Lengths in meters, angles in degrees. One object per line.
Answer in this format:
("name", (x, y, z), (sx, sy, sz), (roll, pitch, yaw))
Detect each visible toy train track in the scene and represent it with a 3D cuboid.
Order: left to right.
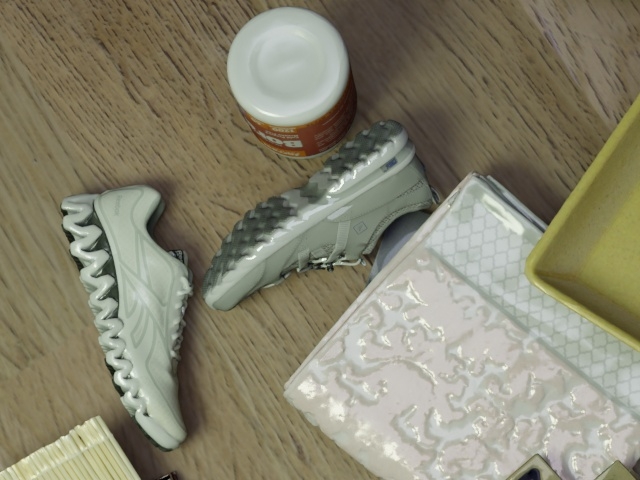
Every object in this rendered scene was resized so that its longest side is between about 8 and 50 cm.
("toy train track", (0.324, 0.249, 1.524), (0.048, 0.083, 0.014), (-49, 44, -5))

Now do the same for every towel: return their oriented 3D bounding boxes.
("towel", (0.182, 0.143, 1.541), (0.332, 0.053, 0.317), (40, 89, 6))

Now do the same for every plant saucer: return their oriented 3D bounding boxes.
("plant saucer", (0.421, 0.001, 1.481), (0.332, 0.081, 0.333), (33, 77, 13))

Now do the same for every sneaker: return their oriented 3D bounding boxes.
("sneaker", (-0.183, 0.076, 1.578), (0.118, 0.110, 0.292), (-17, 80, -8))
("sneaker", (0.000, 0.000, 1.570), (0.281, 0.105, 0.115), (-35, 113, 13))

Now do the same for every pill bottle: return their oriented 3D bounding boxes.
("pill bottle", (-0.024, -0.152, 1.544), (0.121, 0.216, 0.121), (-1, 80, 5))

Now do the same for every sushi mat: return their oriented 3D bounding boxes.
("sushi mat", (-0.207, 0.345, 1.529), (0.151, 0.019, 0.317), (-32, 95, 0))

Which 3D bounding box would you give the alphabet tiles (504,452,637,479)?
("alphabet tiles", (0.266, 0.395, 1.494), (0.285, 0.011, 0.342), (-42, 88, 5))

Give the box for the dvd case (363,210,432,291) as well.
("dvd case", (0.156, 0.072, 1.591), (0.221, 0.018, 0.165), (19, 83, 7))

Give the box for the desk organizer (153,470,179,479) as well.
("desk organizer", (-0.206, 0.288, 1.565), (0.130, 0.050, 0.047), (-25, 79, 0))
